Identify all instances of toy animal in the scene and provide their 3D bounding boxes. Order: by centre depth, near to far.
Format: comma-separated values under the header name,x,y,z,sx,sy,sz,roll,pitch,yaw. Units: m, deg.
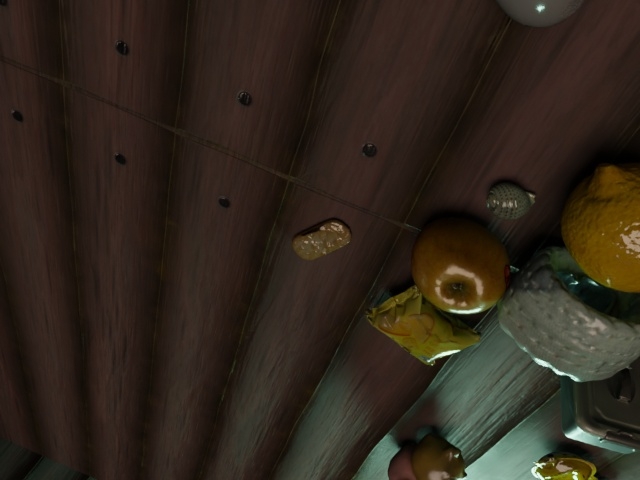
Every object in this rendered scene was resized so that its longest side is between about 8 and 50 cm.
name,x,y,z,sx,sy,sz,roll,pitch,yaw
toy animal,0.298,0.638,1.312,0.281,0.195,0.169,-51,59,43

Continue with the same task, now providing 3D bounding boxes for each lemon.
name,x,y,z,sx,sy,sz,roll,pitch,yaw
lemon,0.476,-0.018,0.732,0.186,0.187,0.244,-21,121,30

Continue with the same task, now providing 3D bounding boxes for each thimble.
name,x,y,z,sx,sy,sz,roll,pitch,yaw
thimble,0.453,0.134,0.840,0.250,0.205,0.172,24,129,2

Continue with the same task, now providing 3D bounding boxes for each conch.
name,x,y,z,sx,sy,sz,roll,pitch,yaw
conch,0.334,-0.063,0.834,0.085,0.057,0.076,14,142,9

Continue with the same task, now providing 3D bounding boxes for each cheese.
name,x,y,z,sx,sy,sz,roll,pitch,yaw
cheese,0.649,0.606,1.224,0.250,0.064,0.156,34,131,-20

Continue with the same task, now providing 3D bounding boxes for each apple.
name,x,y,z,sx,sy,sz,roll,pitch,yaw
apple,0.257,0.050,0.877,0.182,0.155,0.182,10,131,12

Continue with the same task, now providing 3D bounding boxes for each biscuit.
name,x,y,z,sx,sy,sz,roll,pitch,yaw
biscuit,0.000,0.000,1.016,0.147,0.018,0.071,-25,117,31

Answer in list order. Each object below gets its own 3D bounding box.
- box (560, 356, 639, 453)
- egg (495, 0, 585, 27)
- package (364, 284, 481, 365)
name,x,y,z,sx,sy,sz,roll,pitch,yaw
box,0.560,0.291,0.922,0.162,0.227,0.130,14,145,8
egg,0.267,-0.360,0.571,0.146,0.146,0.199,-4,131,21
package,0.222,0.191,1.037,0.226,0.090,0.168,38,130,-14
